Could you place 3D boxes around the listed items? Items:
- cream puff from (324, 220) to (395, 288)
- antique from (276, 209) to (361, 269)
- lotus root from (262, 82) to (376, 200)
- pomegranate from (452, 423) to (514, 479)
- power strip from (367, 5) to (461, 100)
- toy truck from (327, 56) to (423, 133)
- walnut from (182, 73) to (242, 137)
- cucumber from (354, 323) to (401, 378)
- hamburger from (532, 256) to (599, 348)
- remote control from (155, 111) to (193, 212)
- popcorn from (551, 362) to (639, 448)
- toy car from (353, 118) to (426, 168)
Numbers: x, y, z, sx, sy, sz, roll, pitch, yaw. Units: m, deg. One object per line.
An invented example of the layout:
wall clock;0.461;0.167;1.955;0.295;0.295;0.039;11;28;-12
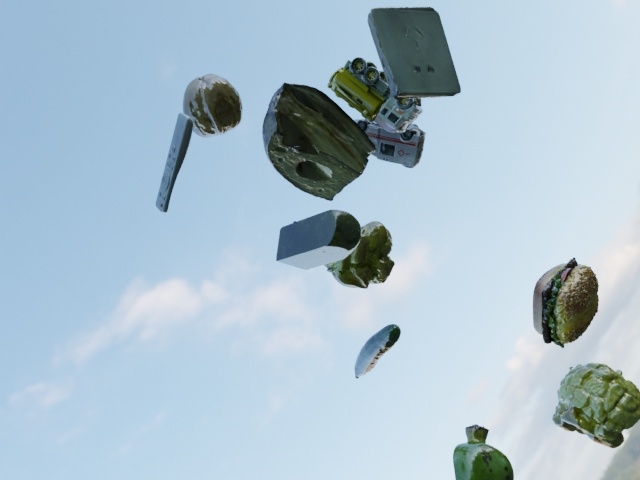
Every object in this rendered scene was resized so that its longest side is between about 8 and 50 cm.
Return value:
cream puff;0.125;0.048;2.017;0.221;0.194;0.195;-31;-39;-28
antique;0.000;0.000;1.445;0.080;0.221;0.081;16;-108;-31
lotus root;-0.021;-0.229;1.677;0.314;0.142;0.210;37;-131;-30
pomegranate;0.325;0.459;1.402;0.143;0.122;0.169;32;-108;-31
power strip;0.192;-0.397;1.520;0.198;0.213;0.064;-9;-11;-31
toy truck;0.130;-0.345;1.684;0.114;0.227;0.098;-54;-15;18
walnut;-0.279;-0.346;1.820;0.166;0.149;0.167;-6;-61;-11
cucumber;0.125;0.257;1.639;0.056;0.056;0.284;-41;-12;-32
hamburger;0.445;0.112;1.257;0.166;0.087;0.137;-32;-58;-43
remote control;-0.267;-0.141;1.297;0.027;0.050;0.184;10;-75;-33
popcorn;0.767;0.465;1.980;0.205;0.237;0.251;15;-58;-38
toy car;0.178;-0.269;1.910;0.089;0.209;0.108;-44;-35;-61
